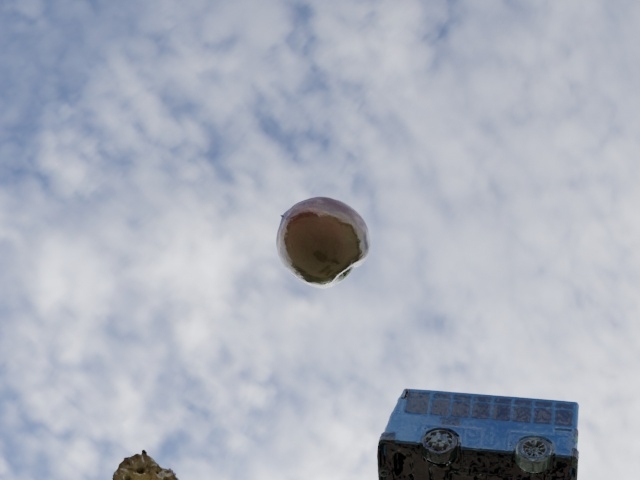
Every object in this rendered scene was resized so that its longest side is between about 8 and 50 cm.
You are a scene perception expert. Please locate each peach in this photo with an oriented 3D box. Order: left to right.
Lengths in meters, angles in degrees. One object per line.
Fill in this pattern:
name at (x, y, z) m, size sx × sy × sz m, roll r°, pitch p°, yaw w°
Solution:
peach at (0.002, 0.000, 1.068) m, size 0.083 × 0.083 × 0.083 m, roll 4°, pitch -71°, yaw 11°

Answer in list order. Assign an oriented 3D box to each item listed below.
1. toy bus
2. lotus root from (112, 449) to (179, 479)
toy bus at (0.152, 0.201, 1.181) m, size 0.185 × 0.106 × 0.090 m, roll 4°, pitch -54°, yaw 12°
lotus root at (-0.186, 0.374, 1.359) m, size 0.169 × 0.141 × 0.314 m, roll 8°, pitch -51°, yaw 7°
